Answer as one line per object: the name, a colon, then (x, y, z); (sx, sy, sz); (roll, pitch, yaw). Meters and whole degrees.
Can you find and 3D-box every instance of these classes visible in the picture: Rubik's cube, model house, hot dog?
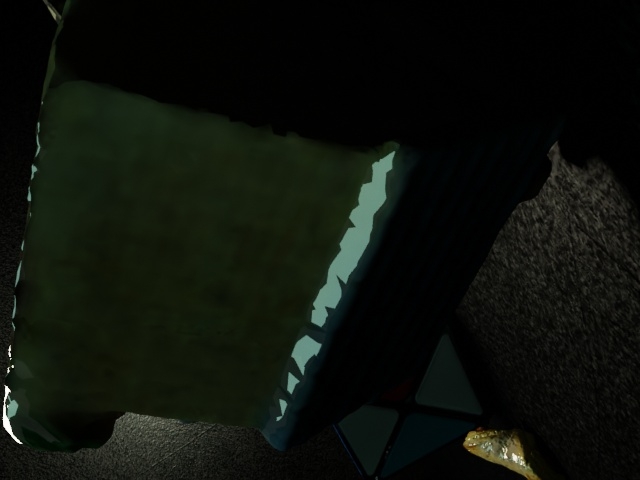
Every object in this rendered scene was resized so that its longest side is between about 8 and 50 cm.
Rubik's cube: (0.104, 0.209, 1.480); (0.246, 0.250, 0.248); (63, 177, -29)
model house: (-0.035, -0.060, 0.692); (0.382, 0.343, 0.334); (-97, 22, -47)
hot dog: (0.285, 0.303, 1.271); (0.169, 0.061, 0.078); (21, 158, 39)

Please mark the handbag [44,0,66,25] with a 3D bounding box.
handbag: (-0.437, -0.581, 1.781); (0.327, 0.325, 0.162); (56, -172, 25)
